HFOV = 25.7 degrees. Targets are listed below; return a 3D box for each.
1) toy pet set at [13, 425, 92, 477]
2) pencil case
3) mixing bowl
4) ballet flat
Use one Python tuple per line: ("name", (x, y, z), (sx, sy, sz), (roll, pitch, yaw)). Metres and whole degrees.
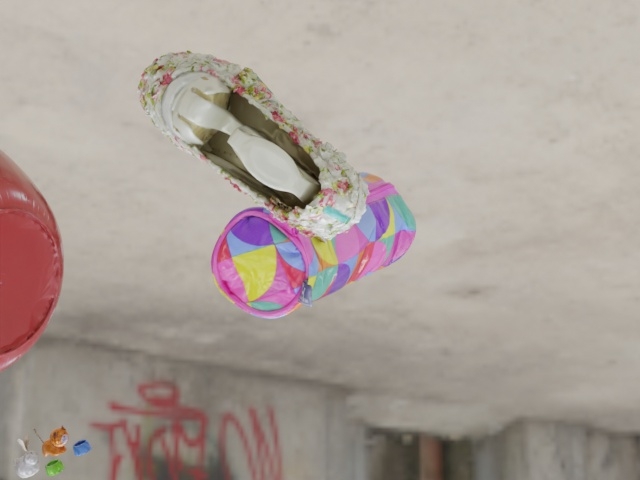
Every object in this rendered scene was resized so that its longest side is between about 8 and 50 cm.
("toy pet set", (-0.266, 0.165, 1.099), (0.114, 0.065, 0.122), (-9, -163, 40))
("pencil case", (0.000, 0.000, 1.250), (0.104, 0.104, 0.236), (-9, -173, 27))
("mixing bowl", (-0.218, 0.016, 0.823), (0.098, 0.181, 0.181), (12, 172, 36))
("ballet flat", (-0.063, -0.087, 1.118), (0.241, 0.091, 0.077), (33, -172, 23))
